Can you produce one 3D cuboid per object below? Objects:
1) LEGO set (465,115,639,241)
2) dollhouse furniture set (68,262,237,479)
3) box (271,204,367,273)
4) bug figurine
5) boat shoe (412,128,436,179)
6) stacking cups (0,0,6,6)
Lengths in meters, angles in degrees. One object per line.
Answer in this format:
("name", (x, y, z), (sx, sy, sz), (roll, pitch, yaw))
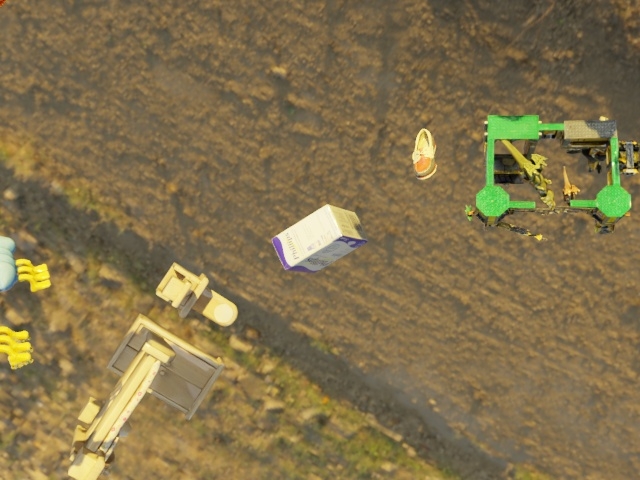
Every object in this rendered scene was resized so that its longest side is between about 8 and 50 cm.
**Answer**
("LEGO set", (0.444, -0.118, 1.584), (0.332, 0.254, 0.192), (-7, 164, 6))
("dollhouse furniture set", (-0.225, 0.218, 1.250), (0.174, 0.303, 0.355), (34, 177, -14))
("box", (0.000, 0.000, 1.548), (0.137, 0.072, 0.126), (-31, 162, 21))
("bug figurine", (-0.423, 0.090, 0.843), (0.216, 0.279, 0.072), (50, 159, 47))
("boat shoe", (0.214, -0.178, 1.666), (0.049, 0.137, 0.043), (-9, 128, 22))
("stacking cups", (-0.317, -0.229, 0.679), (0.316, 0.096, 0.096), (-12, 130, 28))
